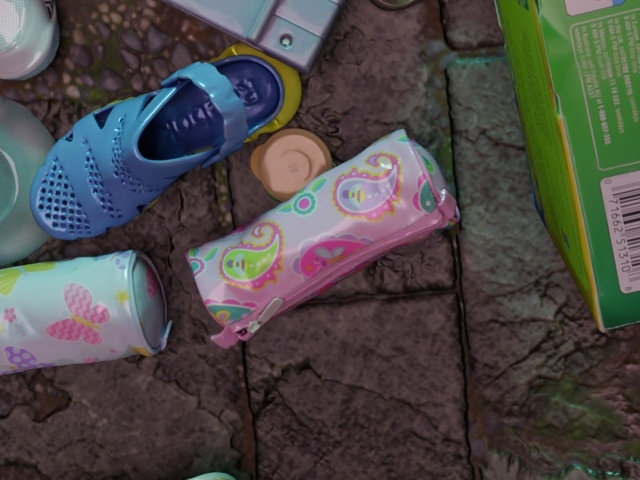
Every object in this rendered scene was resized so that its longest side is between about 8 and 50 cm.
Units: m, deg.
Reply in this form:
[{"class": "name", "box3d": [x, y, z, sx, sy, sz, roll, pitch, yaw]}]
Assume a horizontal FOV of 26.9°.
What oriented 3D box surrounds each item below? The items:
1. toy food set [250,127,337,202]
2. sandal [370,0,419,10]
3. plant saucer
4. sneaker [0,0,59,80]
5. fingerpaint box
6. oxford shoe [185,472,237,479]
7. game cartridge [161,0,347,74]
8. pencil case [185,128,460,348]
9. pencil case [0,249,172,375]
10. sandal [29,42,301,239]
[{"class": "toy food set", "box3d": [-0.027, -0.077, 1.412, 0.083, 0.020, 0.083, -35, 93, 12]}, {"class": "sandal", "box3d": [0.129, -0.311, 1.326, 0.219, 0.060, 0.090, -36, 93, 13]}, {"class": "plant saucer", "box3d": [-0.376, -0.063, 1.460, 0.194, 0.037, 0.195, 2, 100, 9]}, {"class": "sneaker", "box3d": [-0.408, -0.315, 1.331, 0.137, 0.210, 0.366, -30, 94, 13]}, {"class": "fingerpaint box", "box3d": [0.241, -0.202, 1.136, 0.163, 0.371, 0.445, -13, 105, 5]}, {"class": "oxford shoe", "box3d": [-0.263, 0.343, 1.476, 0.449, 0.169, 0.130, -13, 56, 18]}, {"class": "game cartridge", "box3d": [-0.117, -0.346, 1.338, 0.355, 0.068, 0.230, 27, 94, 3]}, {"class": "pencil case", "box3d": [0.000, 0.000, 1.368, 0.284, 0.124, 0.124, -30, 94, 10]}, {"class": "pencil case", "box3d": [-0.302, 0.088, 1.436, 0.273, 0.113, 0.124, -11, 107, 11]}, {"class": "sandal", "box3d": [-0.173, -0.101, 1.372, 0.317, 0.138, 0.126, -33, 96, 14]}]
